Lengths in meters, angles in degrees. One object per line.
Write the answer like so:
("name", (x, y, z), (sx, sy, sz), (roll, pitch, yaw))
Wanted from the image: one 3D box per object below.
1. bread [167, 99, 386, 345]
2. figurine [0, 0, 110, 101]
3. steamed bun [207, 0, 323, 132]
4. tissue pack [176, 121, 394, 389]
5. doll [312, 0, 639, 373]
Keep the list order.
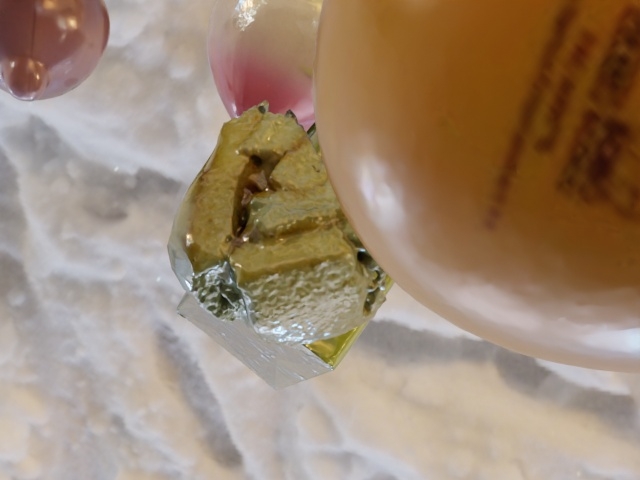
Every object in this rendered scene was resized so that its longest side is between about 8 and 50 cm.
("bread", (-0.043, -0.003, 0.649), (0.110, 0.156, 0.103), (-26, 141, -19))
("figurine", (-0.325, -0.245, 1.219), (0.173, 0.173, 0.173), (7, 121, 11))
("steamed bun", (-0.049, -0.283, 1.669), (0.309, 0.309, 0.309), (7, 121, 11))
("tissue pack", (0.000, 0.000, 1.140), (0.167, 0.274, 0.200), (39, 157, -7))
("doll", (0.104, -0.070, 0.399), (0.213, 0.236, 0.213), (4, 107, 12))
